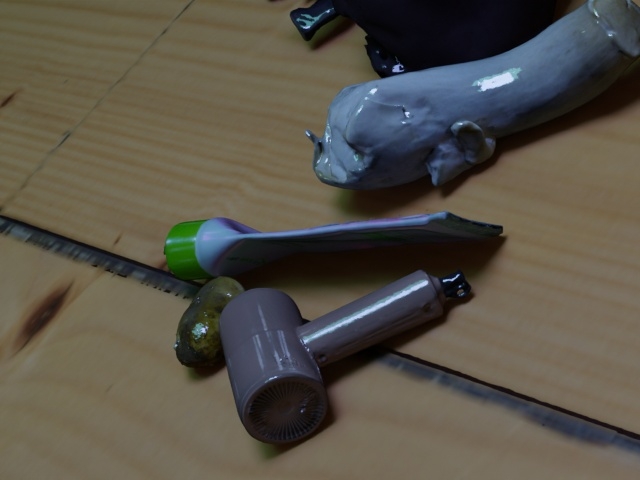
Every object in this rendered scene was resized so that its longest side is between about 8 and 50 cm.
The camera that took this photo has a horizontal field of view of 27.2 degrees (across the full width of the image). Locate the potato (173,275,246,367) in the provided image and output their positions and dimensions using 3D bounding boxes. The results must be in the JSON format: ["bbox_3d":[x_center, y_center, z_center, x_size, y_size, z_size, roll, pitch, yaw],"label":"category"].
[{"bbox_3d":[-0.085,0.062,1.019,0.051,0.040,0.083,-5,46,33],"label":"potato"}]

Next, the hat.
[{"bbox_3d":[0.124,-0.310,1.093,0.238,0.209,0.336,36,76,29],"label":"hat"}]

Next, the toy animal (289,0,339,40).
[{"bbox_3d":[-0.007,-0.334,1.350,0.168,0.106,0.343,-26,34,14],"label":"toy animal"}]

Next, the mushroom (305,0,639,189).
[{"bbox_3d":[0.117,-0.110,1.009,0.278,0.096,0.099,-19,40,15],"label":"mushroom"}]

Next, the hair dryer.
[{"bbox_3d":[0.019,0.061,0.931,0.182,0.064,0.117,-24,35,3],"label":"hair dryer"}]

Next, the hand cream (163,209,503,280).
[{"bbox_3d":[0.000,-0.001,0.998,0.275,0.050,0.079,-5,17,36],"label":"hand cream"}]
